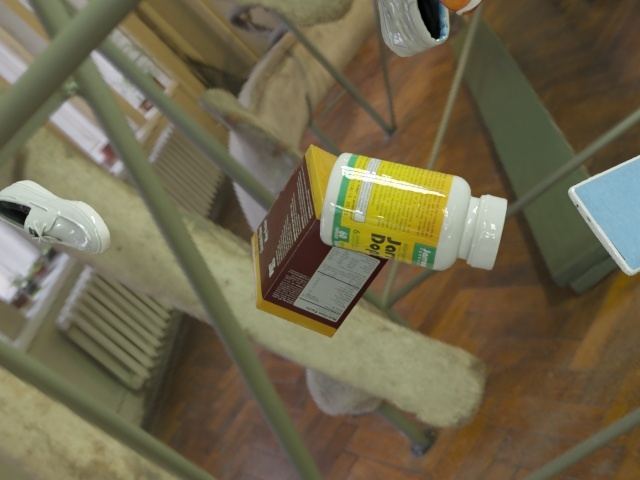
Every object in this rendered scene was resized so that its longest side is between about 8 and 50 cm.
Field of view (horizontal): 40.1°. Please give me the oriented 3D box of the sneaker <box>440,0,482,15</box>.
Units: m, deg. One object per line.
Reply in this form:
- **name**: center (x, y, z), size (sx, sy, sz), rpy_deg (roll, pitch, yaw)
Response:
- **sneaker**: center (0.168, -0.301, 0.837), size (0.175, 0.067, 0.064), rpy_deg (-52, 7, 13)

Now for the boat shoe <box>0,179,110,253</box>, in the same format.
- **boat shoe**: center (-0.338, -0.025, 1.083), size (0.063, 0.184, 0.066), rpy_deg (-33, -38, -43)

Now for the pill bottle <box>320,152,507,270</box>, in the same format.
- **pill bottle**: center (0.113, -0.029, 1.057), size (0.117, 0.208, 0.118), rpy_deg (13, -90, -82)

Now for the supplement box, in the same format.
- **supplement box**: center (0.000, 0.000, 1.311), size (0.194, 0.129, 0.191), rpy_deg (-56, 23, 25)

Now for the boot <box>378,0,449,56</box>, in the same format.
- **boot**: center (0.130, -0.407, 1.299), size (0.095, 0.258, 0.123), rpy_deg (-22, 12, -22)

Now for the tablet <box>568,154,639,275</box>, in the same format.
- **tablet**: center (0.171, -0.017, 0.464), size (0.083, 0.054, 0.006), rpy_deg (-22, -17, -33)
